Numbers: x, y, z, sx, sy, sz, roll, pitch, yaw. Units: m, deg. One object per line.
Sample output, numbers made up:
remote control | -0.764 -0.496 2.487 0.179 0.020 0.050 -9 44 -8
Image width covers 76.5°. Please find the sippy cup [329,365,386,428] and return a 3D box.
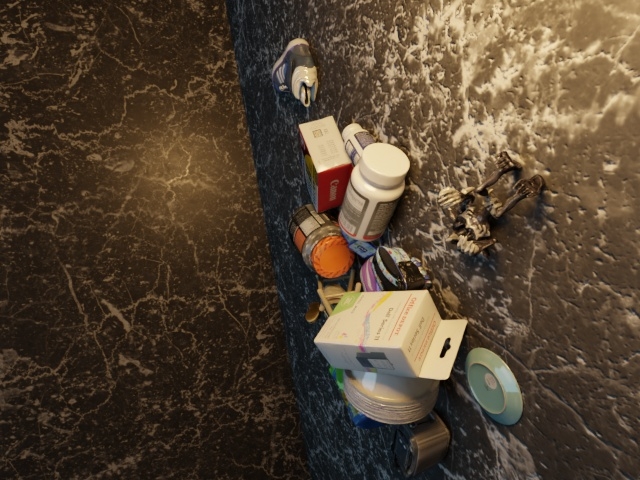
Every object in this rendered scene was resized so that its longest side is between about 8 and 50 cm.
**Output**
sippy cup | 0.169 0.511 1.404 0.224 0.305 0.240 -107 30 -42

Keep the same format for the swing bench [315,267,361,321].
swing bench | 0.081 0.264 1.546 0.253 0.165 0.255 -99 1 -82

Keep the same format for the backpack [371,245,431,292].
backpack | 0.231 0.099 1.221 0.158 0.117 0.173 103 148 -50

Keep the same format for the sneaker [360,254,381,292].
sneaker | 0.214 0.178 1.344 0.161 0.102 0.282 121 133 -58

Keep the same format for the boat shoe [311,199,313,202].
boat shoe | -0.023 -0.297 1.726 0.104 0.089 0.285 131 125 -66

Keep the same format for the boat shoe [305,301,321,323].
boat shoe | -0.020 0.277 1.519 0.152 0.056 0.049 -63 -44 -73

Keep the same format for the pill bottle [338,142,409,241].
pill bottle | 0.158 -0.140 1.220 0.283 0.161 0.161 106 146 -52

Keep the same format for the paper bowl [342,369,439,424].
paper bowl | 0.207 0.377 1.197 0.284 0.284 0.148 -133 36 -56

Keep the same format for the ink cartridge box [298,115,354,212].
ink cartridge box | 0.025 -0.237 1.479 0.309 0.130 0.272 90 161 -68

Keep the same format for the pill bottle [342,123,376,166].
pill bottle | 0.133 -0.294 1.298 0.094 0.094 0.169 104 148 -51

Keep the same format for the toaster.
toaster | 0.309 0.632 1.268 0.129 0.146 0.227 -130 35 -54

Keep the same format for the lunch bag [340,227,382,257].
lunch bag | 0.149 -0.015 1.427 0.151 0.096 0.129 62 156 2

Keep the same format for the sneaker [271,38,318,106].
sneaker | -0.109 -0.646 1.702 0.323 0.130 0.236 144 117 -63

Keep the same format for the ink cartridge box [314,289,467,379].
ink cartridge box | 0.183 0.241 1.086 0.353 0.207 0.119 -9 121 41

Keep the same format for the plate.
plate | 0.416 0.361 1.004 0.188 0.024 0.188 168 90 -71

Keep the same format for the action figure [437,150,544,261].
action figure | 0.323 -0.054 0.855 0.164 0.141 0.276 65 153 28

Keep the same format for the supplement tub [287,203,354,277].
supplement tub | 0.000 0.000 1.630 0.338 0.207 0.207 -126 31 -58
